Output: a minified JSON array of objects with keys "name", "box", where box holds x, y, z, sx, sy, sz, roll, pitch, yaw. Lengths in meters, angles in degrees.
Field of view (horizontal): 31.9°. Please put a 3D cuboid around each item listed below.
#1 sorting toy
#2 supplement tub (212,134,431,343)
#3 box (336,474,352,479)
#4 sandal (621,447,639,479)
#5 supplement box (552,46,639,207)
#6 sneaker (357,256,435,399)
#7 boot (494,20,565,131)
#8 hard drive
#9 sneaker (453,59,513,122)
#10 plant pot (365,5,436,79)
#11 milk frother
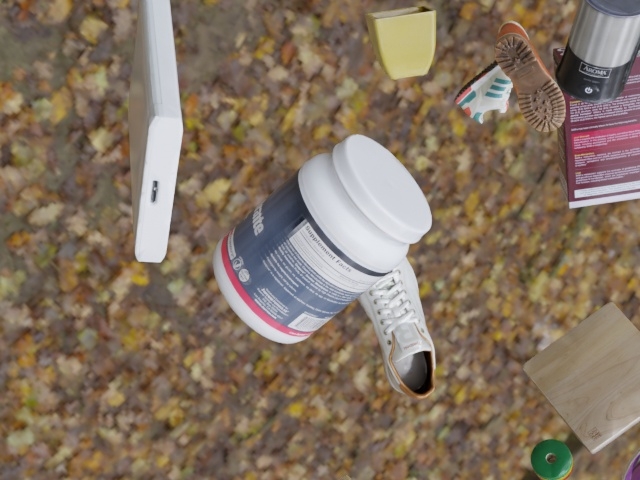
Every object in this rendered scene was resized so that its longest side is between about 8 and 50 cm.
[{"name":"sorting toy","box":[0.335,0.158,1.299,0.274,0.132,0.046,-36,147,-1]},{"name":"supplement tub","box":[0.000,0.000,1.562,0.272,0.191,0.191,-40,148,25]},{"name":"box","box":[0.023,0.491,1.755,0.164,0.201,0.021,-31,145,-4]},{"name":"sandal","box":[0.461,0.350,1.513,0.102,0.169,0.416,-7,144,-17]},{"name":"supplement box","box":[0.420,-0.174,1.669,0.130,0.073,0.239,-8,123,4]},{"name":"sneaker","box":[0.131,0.122,1.819,0.106,0.123,0.290,-22,102,-9]},{"name":"boot","box":[0.281,-0.222,1.501,0.059,0.085,0.158,-23,118,18]},{"name":"hard drive","box":[-0.205,-0.149,1.372,0.040,0.307,0.203,3,128,-14]},{"name":"sneaker","box":[0.303,-0.259,1.874,0.161,0.075,0.057,-37,-170,31]},{"name":"plant pot","box":[0.107,-0.255,1.454,0.081,0.081,0.083,-9,106,-4]},{"name":"milk frother","box":[0.347,-0.256,1.309,0.129,0.143,0.135,2,142,-3]}]
